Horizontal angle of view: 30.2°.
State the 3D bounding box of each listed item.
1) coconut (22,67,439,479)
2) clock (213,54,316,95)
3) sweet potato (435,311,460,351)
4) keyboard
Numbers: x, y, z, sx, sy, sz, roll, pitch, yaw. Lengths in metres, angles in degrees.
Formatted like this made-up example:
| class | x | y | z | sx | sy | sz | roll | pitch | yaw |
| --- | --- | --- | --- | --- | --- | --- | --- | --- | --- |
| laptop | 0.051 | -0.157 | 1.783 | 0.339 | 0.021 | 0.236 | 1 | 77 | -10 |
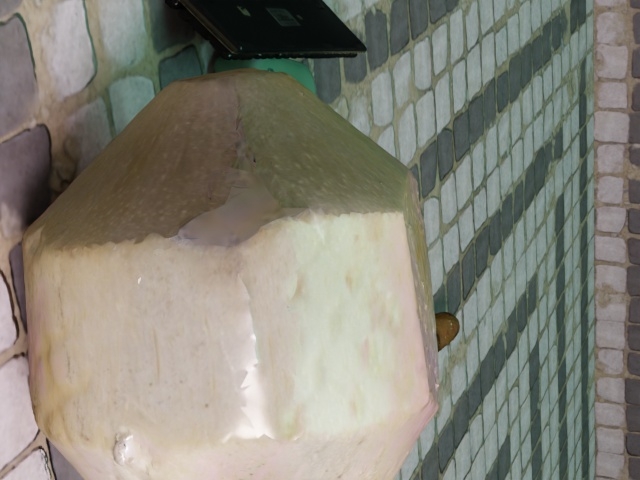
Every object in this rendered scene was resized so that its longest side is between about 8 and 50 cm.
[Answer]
| class | x | y | z | sx | sy | sz | roll | pitch | yaw |
| --- | --- | --- | --- | --- | --- | --- | --- | --- | --- |
| coconut | -0.069 | 0.038 | 0.908 | 0.353 | 0.353 | 0.352 | 5 | 90 | -66 |
| clock | -0.062 | -0.098 | 1.224 | 0.148 | 0.060 | 0.188 | 5 | 90 | -67 |
| sweet potato | 0.135 | 0.149 | 1.721 | 0.281 | 0.059 | 0.067 | -7 | 113 | -66 |
| keyboard | -0.048 | -0.224 | 1.215 | 0.027 | 0.106 | 0.317 | -47 | 168 | 23 |
